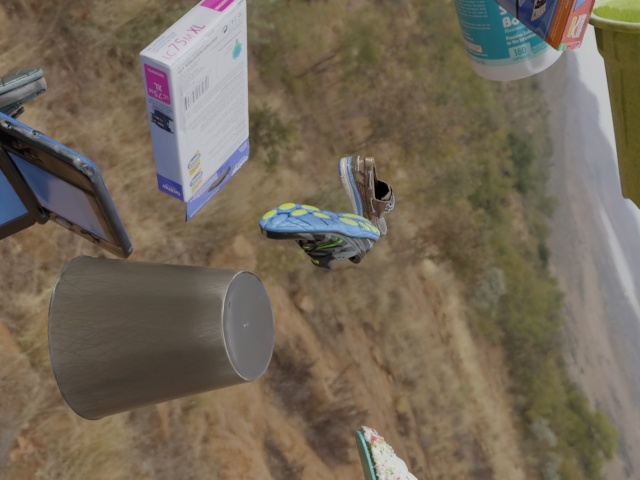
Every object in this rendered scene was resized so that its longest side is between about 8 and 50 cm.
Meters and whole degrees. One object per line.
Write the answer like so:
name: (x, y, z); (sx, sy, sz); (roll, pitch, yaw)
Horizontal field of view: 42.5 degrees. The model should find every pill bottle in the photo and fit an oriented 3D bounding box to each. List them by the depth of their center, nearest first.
pill bottle: (0.257, -0.373, 1.173); (0.146, 0.146, 0.264); (-88, 158, -50)

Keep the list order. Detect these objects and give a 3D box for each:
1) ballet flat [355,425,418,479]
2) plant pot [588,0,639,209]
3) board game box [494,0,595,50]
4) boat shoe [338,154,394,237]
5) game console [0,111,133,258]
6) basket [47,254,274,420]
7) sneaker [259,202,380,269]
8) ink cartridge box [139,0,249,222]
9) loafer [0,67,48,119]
ballet flat: (0.107, 0.374, 1.145); (0.091, 0.077, 0.241); (131, -51, -75)
plant pot: (0.472, -0.172, 1.029); (0.276, 0.276, 0.254); (-68, 153, -63)
board game box: (0.185, -0.303, 0.616); (0.145, 0.027, 0.281); (-122, -151, -42)
boat shoe: (0.089, -0.068, 1.390); (0.183, 0.066, 0.066); (61, 27, -45)
game console: (-0.429, -0.031, 1.141); (0.173, 0.250, 0.293); (-58, 169, -21)
basket: (-0.182, 0.110, 0.978); (0.154, 0.227, 0.204); (-4, 88, -67)
sneaker: (0.000, 0.000, 1.069); (0.188, 0.078, 0.067); (10, 21, -44)
ink cartridge box: (-0.178, -0.192, 1.231); (0.186, 0.065, 0.311); (-53, 157, -36)
loafer: (-0.532, -0.177, 1.242); (0.096, 0.267, 0.084); (43, -24, 61)
